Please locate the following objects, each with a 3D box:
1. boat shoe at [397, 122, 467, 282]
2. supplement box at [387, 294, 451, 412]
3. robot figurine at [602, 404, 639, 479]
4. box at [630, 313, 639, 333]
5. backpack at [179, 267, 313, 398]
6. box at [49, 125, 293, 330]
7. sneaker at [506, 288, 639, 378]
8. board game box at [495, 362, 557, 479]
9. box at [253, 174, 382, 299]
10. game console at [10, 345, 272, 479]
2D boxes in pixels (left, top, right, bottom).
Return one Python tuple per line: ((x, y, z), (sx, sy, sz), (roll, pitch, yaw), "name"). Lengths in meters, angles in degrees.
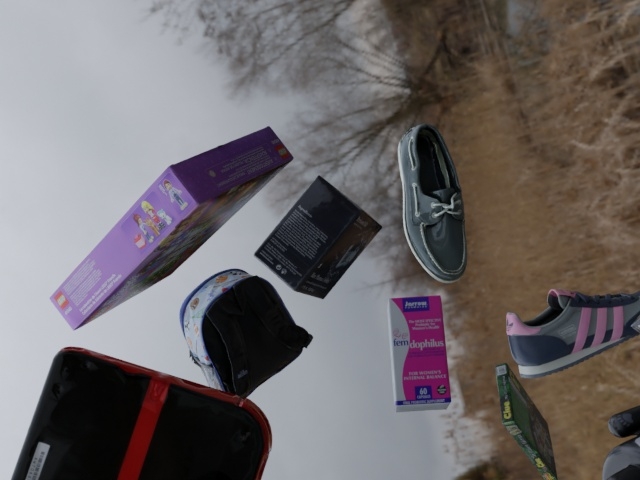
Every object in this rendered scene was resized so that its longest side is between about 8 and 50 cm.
((0.222, -0.076, 1.626), (0.099, 0.116, 0.319), (125, 135, -74), "boat shoe")
((0.198, 0.231, 1.705), (0.114, 0.111, 0.220), (77, -171, -71), "supplement box")
((0.520, 0.347, 1.190), (0.174, 0.278, 0.209), (-7, 98, 67), "robot figurine")
((0.592, 0.108, 1.236), (0.175, 0.220, 0.051), (42, 152, 13), "box")
((-0.191, 0.198, 1.905), (0.276, 0.213, 0.263), (-39, -52, -31), "backpack")
((-0.186, -0.014, 1.037), (0.057, 0.293, 0.201), (52, -144, 3), "box")
((0.487, 0.132, 1.520), (0.131, 0.319, 0.112), (67, 169, -3), "sneaker")
((0.420, 0.373, 1.699), (0.259, 0.030, 0.136), (51, -149, -38), "board game box")
((0.000, 0.000, 1.297), (0.093, 0.158, 0.156), (40, -176, 18), "box")
((-0.274, 0.380, 1.198), (0.060, 0.342, 0.386), (96, -169, -82), "game console")
